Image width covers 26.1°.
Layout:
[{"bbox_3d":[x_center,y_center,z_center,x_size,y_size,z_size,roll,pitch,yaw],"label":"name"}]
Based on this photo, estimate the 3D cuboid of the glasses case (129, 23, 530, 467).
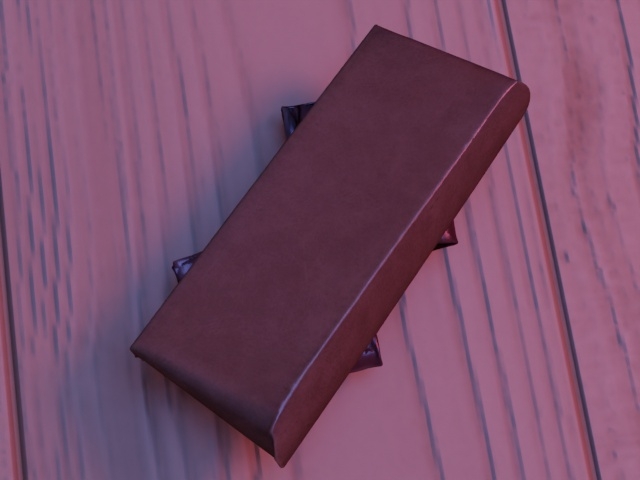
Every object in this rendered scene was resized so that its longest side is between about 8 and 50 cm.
[{"bbox_3d":[0.000,0.000,0.602,0.102,0.070,0.193,26,69,27],"label":"glasses case"}]
